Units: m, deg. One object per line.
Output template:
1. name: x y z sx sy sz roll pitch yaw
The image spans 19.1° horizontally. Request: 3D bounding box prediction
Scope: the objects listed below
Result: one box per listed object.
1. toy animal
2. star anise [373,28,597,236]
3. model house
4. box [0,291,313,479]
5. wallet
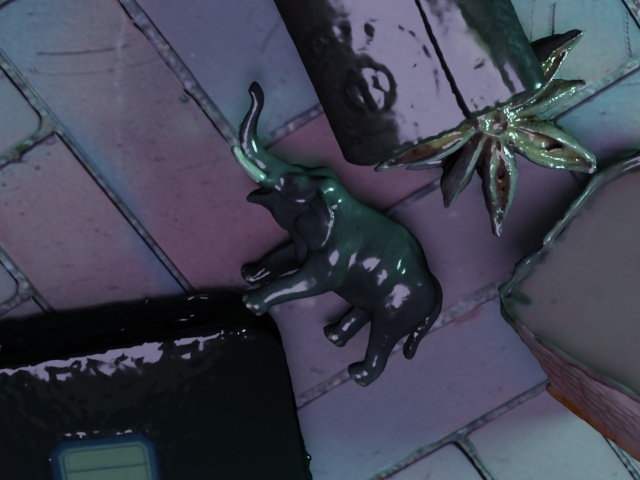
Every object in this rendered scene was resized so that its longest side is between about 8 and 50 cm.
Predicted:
1. toy animal: -0.009 0.004 1.570 0.137 0.082 0.269 -41 108 15
2. star anise: 0.140 -0.105 1.526 0.195 0.065 0.182 29 109 -10
3. model house: 0.305 0.078 1.570 0.237 0.202 0.237 -48 140 -16
4. box: -0.184 0.221 1.672 0.359 0.091 0.350 -8 118 2
5. wallet: 0.034 -0.225 1.440 0.170 0.044 0.321 -22 105 12
